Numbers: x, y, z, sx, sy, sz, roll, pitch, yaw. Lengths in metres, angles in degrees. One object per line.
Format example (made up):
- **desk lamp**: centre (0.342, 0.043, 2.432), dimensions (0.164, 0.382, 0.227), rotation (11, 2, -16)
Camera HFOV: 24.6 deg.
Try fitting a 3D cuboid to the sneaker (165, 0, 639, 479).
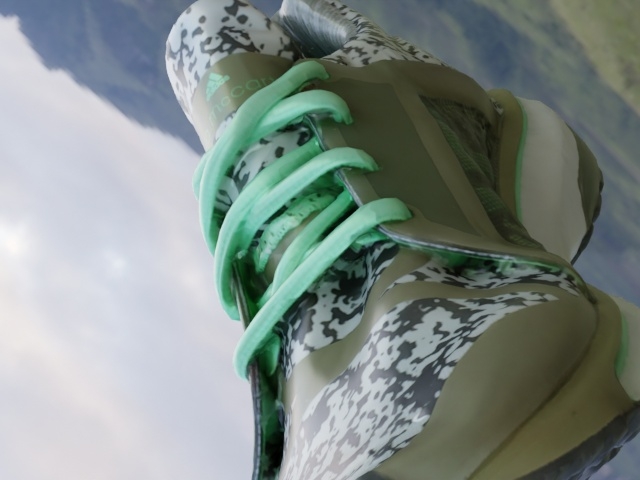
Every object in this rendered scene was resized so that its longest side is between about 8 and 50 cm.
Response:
- **sneaker**: centre (0.000, 0.000, 0.528), dimensions (0.182, 0.158, 0.410), rotation (42, -165, -9)
